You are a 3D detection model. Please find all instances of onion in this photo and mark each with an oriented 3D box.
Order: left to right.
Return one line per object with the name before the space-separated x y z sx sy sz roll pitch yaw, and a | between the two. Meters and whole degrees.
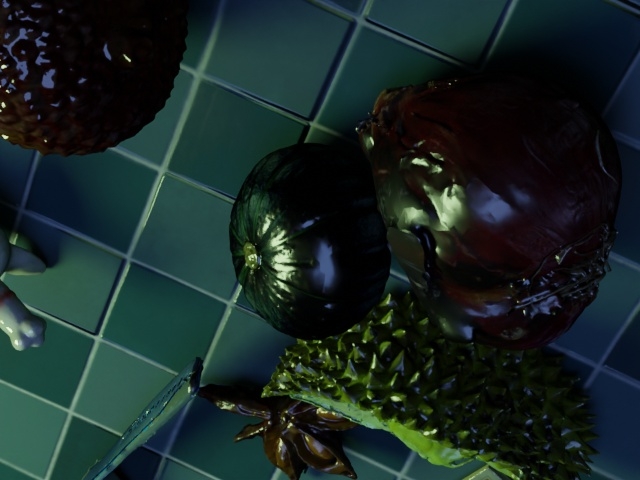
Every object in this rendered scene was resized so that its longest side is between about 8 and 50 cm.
onion | 0.165 -0.025 1.365 0.281 0.221 0.281 31 146 25

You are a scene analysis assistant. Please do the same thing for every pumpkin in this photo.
pumpkin | -0.011 0.002 1.450 0.150 0.194 0.194 -10 122 -7

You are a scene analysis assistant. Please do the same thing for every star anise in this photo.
star anise | -0.023 0.216 1.662 0.212 0.053 0.157 -10 115 17

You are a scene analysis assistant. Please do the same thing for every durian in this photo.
durian | 0.132 0.165 1.557 0.356 0.157 0.169 25 148 -2

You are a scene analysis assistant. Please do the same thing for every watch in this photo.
watch | -0.176 0.270 1.705 0.275 0.068 0.276 -12 120 36

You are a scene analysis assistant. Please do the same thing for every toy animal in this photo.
toy animal | -0.392 -0.010 1.576 0.283 0.140 0.138 25 134 3

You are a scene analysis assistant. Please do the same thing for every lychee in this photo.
lychee | -0.240 -0.206 1.341 0.261 0.260 0.260 7 123 11

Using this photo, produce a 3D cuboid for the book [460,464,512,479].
book | 0.218 0.369 1.716 0.242 0.018 0.170 44 124 -13
